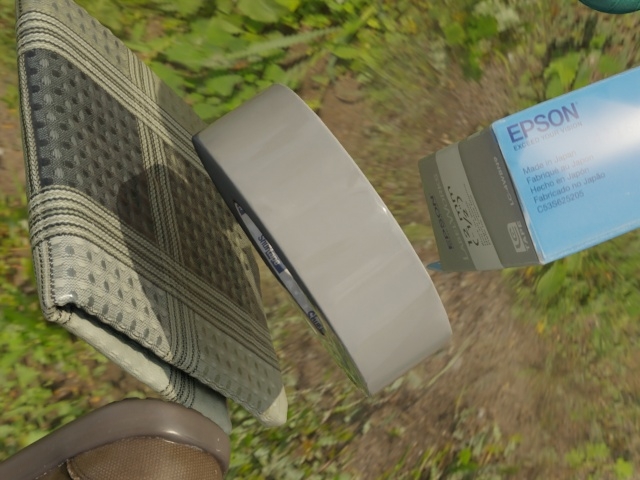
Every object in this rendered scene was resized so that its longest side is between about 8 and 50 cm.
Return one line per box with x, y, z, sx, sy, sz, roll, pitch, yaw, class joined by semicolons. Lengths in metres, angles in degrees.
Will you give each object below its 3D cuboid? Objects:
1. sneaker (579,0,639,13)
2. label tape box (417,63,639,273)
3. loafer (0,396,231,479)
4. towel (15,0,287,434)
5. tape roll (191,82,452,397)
0.215;-0.240;0.681;0.108;0.121;0.302;24;119;-8;sneaker
0.219;-0.068;1.086;0.249;0.347;0.115;-22;93;-9;label tape box
-0.211;0.230;0.851;0.366;0.134;0.130;-35;41;27;loafer
-0.141;-0.017;1.074;0.056;0.324;0.312;-24;57;17;towel
0.000;0.000;0.921;0.072;0.219;0.219;-35;85;-5;tape roll
